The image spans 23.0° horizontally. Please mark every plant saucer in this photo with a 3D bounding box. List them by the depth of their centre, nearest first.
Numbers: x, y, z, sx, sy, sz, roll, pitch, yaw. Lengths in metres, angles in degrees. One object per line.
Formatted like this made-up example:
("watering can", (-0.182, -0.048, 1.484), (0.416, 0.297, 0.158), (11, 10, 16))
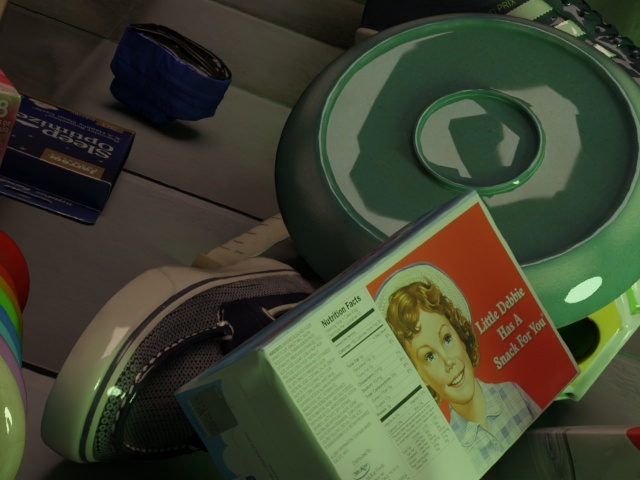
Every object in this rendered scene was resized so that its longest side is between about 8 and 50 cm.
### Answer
("plant saucer", (0.121, -0.068, 1.225), (0.317, 0.044, 0.318), (-1, 55, 2))

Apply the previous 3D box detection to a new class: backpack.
("backpack", (-0.165, -0.179, 1.762), (0.120, 0.101, 0.098), (29, 20, 10))

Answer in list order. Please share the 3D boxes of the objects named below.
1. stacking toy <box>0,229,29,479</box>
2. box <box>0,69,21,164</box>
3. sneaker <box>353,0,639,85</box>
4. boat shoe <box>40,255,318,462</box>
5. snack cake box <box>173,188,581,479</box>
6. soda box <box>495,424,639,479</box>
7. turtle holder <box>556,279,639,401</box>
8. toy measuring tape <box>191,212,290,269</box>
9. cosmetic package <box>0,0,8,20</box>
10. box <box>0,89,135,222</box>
("stacking toy", (-0.236, 0.064, 0.959), (0.141, 0.141, 0.330), (19, 11, -9))
("box", (-0.401, -0.102, 1.192), (0.300, 0.142, 0.154), (11, 20, -30))
("sneaker", (0.207, -0.189, 1.382), (0.350, 0.148, 0.131), (14, 5, 11))
("boat shoe", (-0.039, 0.095, 1.059), (0.158, 0.127, 0.340), (26, 18, 16))
("snack cake box", (0.046, 0.090, 1.012), (0.264, 0.089, 0.152), (-34, 93, -49))
("soda box", (0.248, 0.168, 1.013), (0.091, 0.098, 0.286), (3, -6, -43))
("turtle holder", (0.167, 0.016, 1.328), (0.227, 0.243, 0.320), (40, -5, 10))
("toy measuring tape", (0.000, 0.000, 1.488), (0.121, 0.121, 0.330), (31, 42, 26))
("cosmetic package", (-0.398, -0.200, 1.537), (0.160, 0.113, 0.309), (17, 19, -13))
("box", (-0.255, -0.084, 1.488), (0.136, 0.037, 0.225), (20, 19, -6))
